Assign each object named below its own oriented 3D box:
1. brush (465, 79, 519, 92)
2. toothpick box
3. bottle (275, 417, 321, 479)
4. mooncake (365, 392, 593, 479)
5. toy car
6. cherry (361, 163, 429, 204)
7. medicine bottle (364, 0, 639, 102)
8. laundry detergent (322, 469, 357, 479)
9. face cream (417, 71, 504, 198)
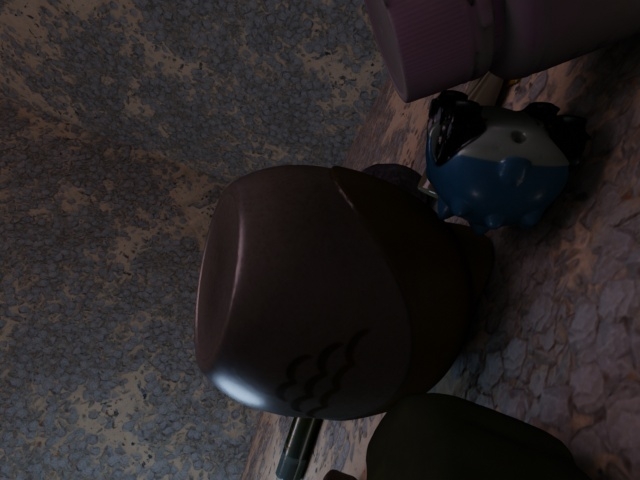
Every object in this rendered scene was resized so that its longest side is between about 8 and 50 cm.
[{"bbox_3d":[0.366,-0.329,1.023,0.272,0.014,0.103,-153,83,-82],"label":"brush"},{"bbox_3d":[0.030,0.083,0.789,0.409,0.426,0.408,-169,90,-68],"label":"toothpick box"},{"bbox_3d":[-0.053,0.573,1.411,0.082,0.082,0.286,155,135,-80],"label":"bottle"},{"bbox_3d":[0.118,0.322,0.416,0.351,0.188,0.351,22,-90,-89],"label":"mooncake"},{"bbox_3d":[0.243,-0.107,0.677,0.255,0.189,0.190,-77,-6,-64],"label":"toy car"},{"bbox_3d":[0.173,-0.103,1.163,0.195,0.195,0.195,-160,90,-83],"label":"cherry"},{"bbox_3d":[0.227,-0.331,0.592,0.256,0.325,0.256,-19,-90,-81],"label":"medicine bottle"},{"bbox_3d":[0.006,0.576,0.889,0.171,0.076,0.237,65,-138,-75],"label":"laundry detergent"},{"bbox_3d":[0.309,-0.250,0.981,0.137,0.084,0.341,-120,53,-80],"label":"face cream"}]
